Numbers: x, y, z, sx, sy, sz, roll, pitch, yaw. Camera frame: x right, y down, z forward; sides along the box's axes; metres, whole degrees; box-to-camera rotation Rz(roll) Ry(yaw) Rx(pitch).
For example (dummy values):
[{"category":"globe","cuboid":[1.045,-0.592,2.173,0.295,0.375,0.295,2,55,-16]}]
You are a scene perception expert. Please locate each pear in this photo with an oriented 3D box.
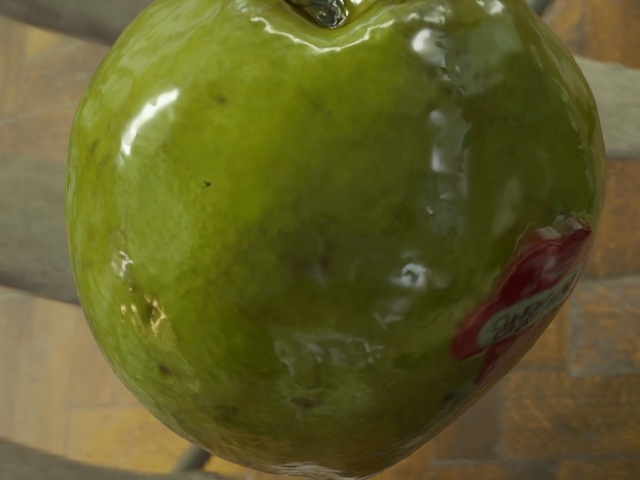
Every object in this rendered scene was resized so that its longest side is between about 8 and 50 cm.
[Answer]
[{"category":"pear","cuboid":[0.000,0.000,0.853,0.287,0.287,0.375,58,152,35]}]
